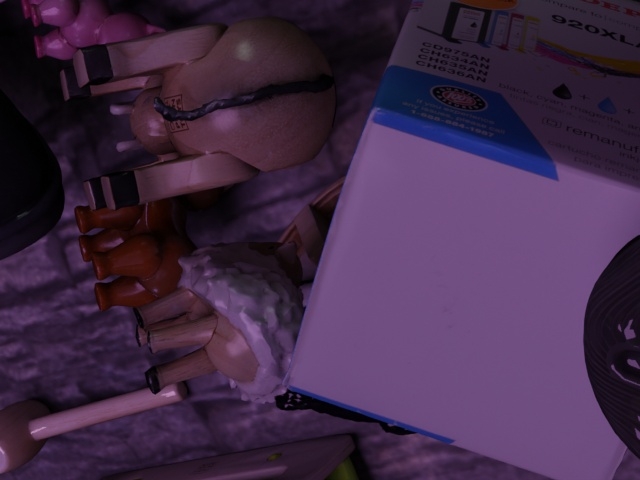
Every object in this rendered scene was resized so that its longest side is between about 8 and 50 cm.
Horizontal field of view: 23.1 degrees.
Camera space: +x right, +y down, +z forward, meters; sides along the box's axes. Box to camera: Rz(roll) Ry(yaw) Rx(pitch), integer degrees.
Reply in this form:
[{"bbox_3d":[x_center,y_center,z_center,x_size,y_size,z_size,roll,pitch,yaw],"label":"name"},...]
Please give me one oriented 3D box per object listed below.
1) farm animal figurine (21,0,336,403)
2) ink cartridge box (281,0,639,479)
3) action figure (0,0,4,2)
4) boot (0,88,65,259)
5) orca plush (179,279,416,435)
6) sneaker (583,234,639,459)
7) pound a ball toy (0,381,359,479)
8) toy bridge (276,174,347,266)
[{"bbox_3d":[-0.071,-0.105,0.944,0.327,0.172,0.330,-134,33,-65],"label":"farm animal figurine"},{"bbox_3d":[0.102,-0.023,0.819,0.171,0.232,0.168,17,121,2],"label":"ink cartridge box"},{"bbox_3d":[-0.082,-0.310,0.781,0.248,0.370,0.275,34,156,51],"label":"action figure"},{"bbox_3d":[-0.334,-0.224,0.950,0.367,0.146,0.445,34,148,33],"label":"boot"},{"bbox_3d":[-0.008,0.066,1.038,0.287,0.102,0.151,21,122,23],"label":"orca plush"},{"bbox_3d":[0.346,0.016,0.671,0.448,0.257,0.169,-2,107,15],"label":"sneaker"},{"bbox_3d":[-0.121,0.212,1.160,0.319,0.136,0.208,-15,104,36],"label":"pound a ball toy"},{"bbox_3d":[0.000,0.000,1.006,0.026,0.063,0.188,39,104,-27],"label":"toy bridge"}]
